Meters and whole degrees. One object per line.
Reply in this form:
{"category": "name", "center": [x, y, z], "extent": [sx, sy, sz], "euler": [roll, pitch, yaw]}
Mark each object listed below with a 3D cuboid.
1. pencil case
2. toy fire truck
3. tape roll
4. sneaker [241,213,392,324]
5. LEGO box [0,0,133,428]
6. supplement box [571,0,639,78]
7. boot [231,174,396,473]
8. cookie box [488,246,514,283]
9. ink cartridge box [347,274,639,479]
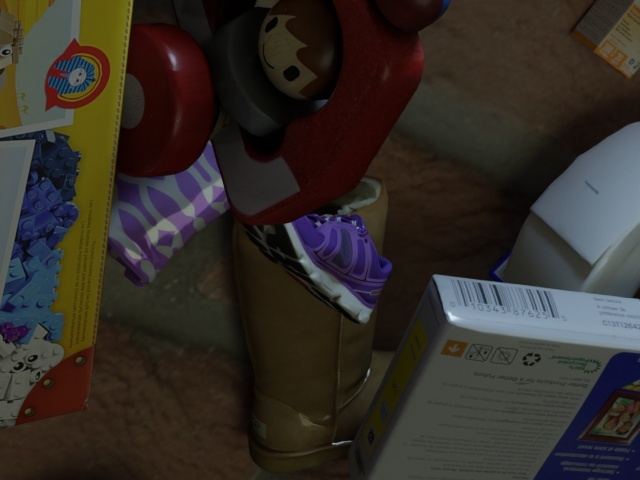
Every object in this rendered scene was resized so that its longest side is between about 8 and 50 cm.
{"category": "pencil case", "center": [-0.085, -0.051, 1.474], "extent": [0.206, 0.086, 0.088], "euler": [-39, 133, -4]}
{"category": "toy fire truck", "center": [-0.030, -0.175, 1.247], "extent": [0.169, 0.302, 0.254], "euler": [-7, 166, -40]}
{"category": "tape roll", "center": [0.303, 0.029, 1.747], "extent": [0.286, 0.100, 0.286], "euler": [-19, 132, -22]}
{"category": "sneaker", "center": [0.000, 0.000, 1.509], "extent": [0.071, 0.068, 0.170], "euler": [-56, 142, -7]}
{"category": "LEGO box", "center": [-0.322, -0.107, 1.181], "extent": [0.372, 0.193, 0.500], "euler": [-11, 129, -29]}
{"category": "supplement box", "center": [0.269, -0.194, 1.653], "extent": [0.062, 0.036, 0.098], "euler": [28, 104, -46]}
{"category": "boot", "center": [0.039, 0.062, 1.654], "extent": [0.236, 0.089, 0.269], "euler": [-18, 131, -24]}
{"category": "cookie box", "center": [0.219, 0.032, 1.792], "extent": [0.092, 0.040, 0.107], "euler": [-45, 136, 3]}
{"category": "ink cartridge box", "center": [0.188, 0.169, 1.677], "extent": [0.304, 0.072, 0.307], "euler": [6, 134, -20]}
